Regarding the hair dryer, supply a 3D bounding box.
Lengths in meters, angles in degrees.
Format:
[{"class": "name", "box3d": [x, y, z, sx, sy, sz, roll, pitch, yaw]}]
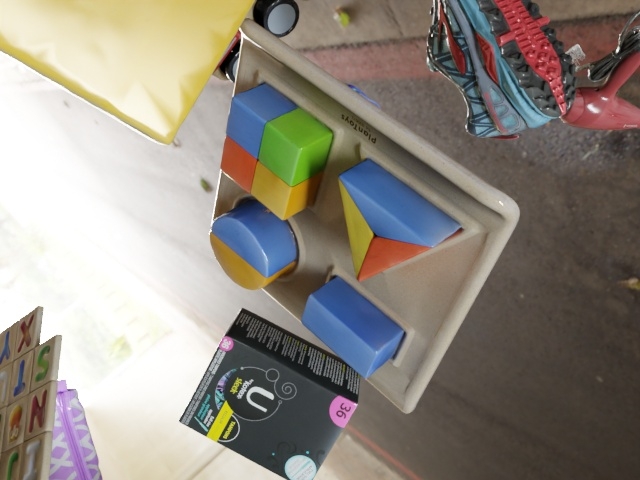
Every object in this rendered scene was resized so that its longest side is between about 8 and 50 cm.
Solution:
[{"class": "hair dryer", "box3d": [0.547, -0.286, 1.417, 0.224, 0.080, 0.293, -16, 148, 28]}]

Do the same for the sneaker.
[{"class": "sneaker", "box3d": [0.131, -0.215, 0.729, 0.125, 0.104, 0.261, -30, 82, 53]}]

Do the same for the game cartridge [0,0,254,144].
[{"class": "game cartridge", "box3d": [-0.166, -0.261, 0.477, 0.324, 0.285, 0.053, 31, 180, -27]}]

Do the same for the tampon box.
[{"class": "tampon box", "box3d": [-0.052, 0.174, 0.849, 0.161, 0.120, 0.101, 28, -166, -1]}]

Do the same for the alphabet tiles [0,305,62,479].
[{"class": "alphabet tiles", "box3d": [-0.393, 0.262, 0.910, 0.011, 0.342, 0.285, 22, 142, -40]}]

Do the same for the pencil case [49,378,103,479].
[{"class": "pencil case", "box3d": [-0.320, 0.287, 0.957, 0.088, 0.086, 0.206, -40, 70, 48]}]

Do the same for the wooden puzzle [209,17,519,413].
[{"class": "wooden puzzle", "box3d": [0.000, 0.000, 0.765, 0.322, 0.080, 0.347, 38, 142, 21]}]

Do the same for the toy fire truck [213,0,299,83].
[{"class": "toy fire truck", "box3d": [-0.131, -0.331, 0.951, 0.246, 0.217, 0.158, 24, -160, -51]}]

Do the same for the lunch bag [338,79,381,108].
[{"class": "lunch bag", "box3d": [0.015, -0.181, 1.102, 0.176, 0.090, 0.219, 27, -175, 19]}]
